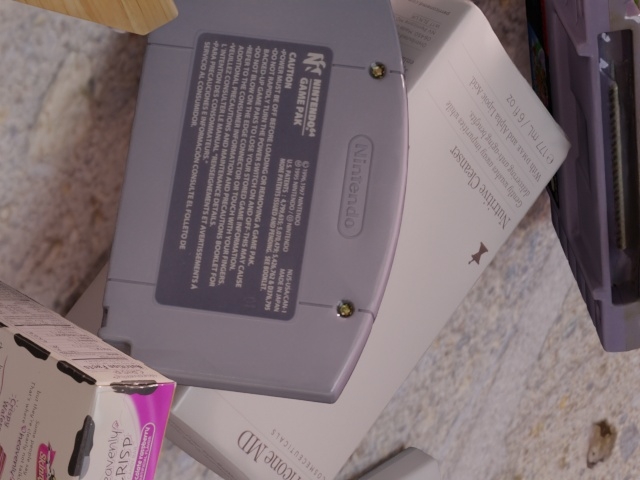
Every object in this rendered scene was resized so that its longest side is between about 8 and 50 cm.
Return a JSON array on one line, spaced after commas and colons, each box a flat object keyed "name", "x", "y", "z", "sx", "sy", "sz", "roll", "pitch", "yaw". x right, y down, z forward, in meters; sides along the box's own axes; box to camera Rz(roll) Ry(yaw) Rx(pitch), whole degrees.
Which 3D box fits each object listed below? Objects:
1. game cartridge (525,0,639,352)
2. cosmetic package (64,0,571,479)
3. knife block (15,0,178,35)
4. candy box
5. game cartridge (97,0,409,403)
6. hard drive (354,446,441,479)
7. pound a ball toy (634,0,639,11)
[{"name": "game cartridge", "x": 0.224, "y": -0.111, "z": 1.644, "sx": 0.068, "sy": 0.230, "sz": 0.355, "roll": -12, "pitch": 122, "yaw": -5}, {"name": "cosmetic package", "x": 0.000, "y": 0.000, "z": 1.508, "sx": 0.385, "sy": 0.156, "sz": 0.217, "roll": -56, "pitch": 139, "yaw": -11}, {"name": "knife block", "x": -0.188, "y": -0.273, "z": 1.171, "sx": 0.276, "sy": 0.088, "sz": 0.242, "roll": 13, "pitch": 114, "yaw": -23}, {"name": "candy box", "x": -0.209, "y": 0.126, "z": 1.299, "sx": 0.071, "sy": 0.233, "sz": 0.159, "roll": 1, "pitch": 108, "yaw": -45}, {"name": "game cartridge", "x": -0.039, "y": -0.038, "z": 1.364, "sx": 0.062, "sy": 0.198, "sz": 0.297, "roll": 98, "pitch": 0, "yaw": -75}, {"name": "hard drive", "x": -0.026, "y": 0.360, "z": 1.737, "sx": 0.353, "sy": 0.047, "sz": 0.233, "roll": -27, "pitch": 126, "yaw": -34}, {"name": "pound a ball toy", "x": 0.312, "y": -0.218, "z": 1.672, "sx": 0.136, "sy": 0.208, "sz": 0.319, "roll": -6, "pitch": 122, "yaw": -5}]
